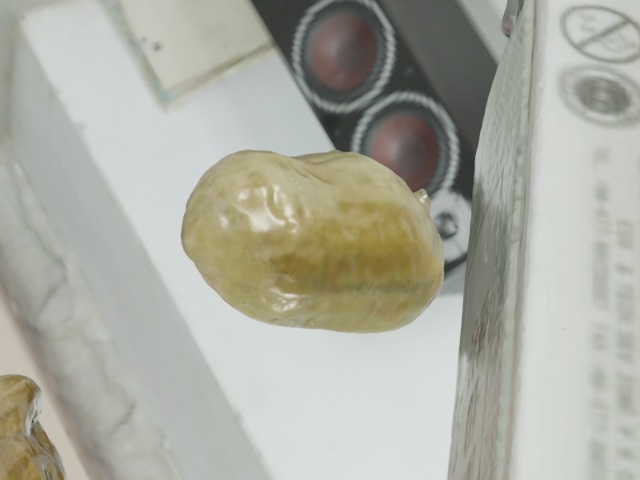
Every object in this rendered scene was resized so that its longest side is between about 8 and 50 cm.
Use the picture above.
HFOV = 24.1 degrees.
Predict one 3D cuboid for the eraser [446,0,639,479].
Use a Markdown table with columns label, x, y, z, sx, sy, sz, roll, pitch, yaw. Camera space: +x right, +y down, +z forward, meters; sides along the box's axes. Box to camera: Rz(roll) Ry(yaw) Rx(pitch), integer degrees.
| label | x | y | z | sx | sy | sz | roll | pitch | yaw |
| --- | --- | --- | --- | --- | --- | --- | --- | --- | --- |
| eraser | 0.090 | 0.034 | 0.436 | 0.098 | 0.404 | 0.096 | 13 | 134 | -1 |

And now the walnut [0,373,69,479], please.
| label | x | y | z | sx | sy | sz | roll | pitch | yaw |
| --- | --- | --- | --- | --- | --- | --- | --- | --- | --- |
| walnut | -0.192 | 0.125 | 0.742 | 0.149 | 0.166 | 0.166 | -50 | 161 | 1 |

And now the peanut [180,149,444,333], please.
| label | x | y | z | sx | sy | sz | roll | pitch | yaw |
| --- | --- | --- | --- | --- | --- | --- | --- | --- | --- |
| peanut | 0.000 | 0.000 | 1.037 | 0.224 | 0.129 | 0.129 | 4 | 142 | -47 |
